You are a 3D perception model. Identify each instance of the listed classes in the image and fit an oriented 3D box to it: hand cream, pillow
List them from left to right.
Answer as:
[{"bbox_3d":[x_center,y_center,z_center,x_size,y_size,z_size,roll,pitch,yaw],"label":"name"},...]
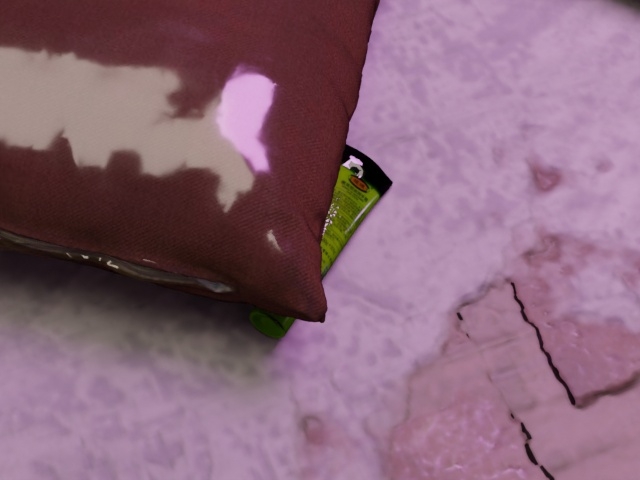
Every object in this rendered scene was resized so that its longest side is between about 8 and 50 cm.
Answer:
[{"bbox_3d":[-0.116,-0.118,0.797,0.307,0.108,0.305,14,56,1],"label":"pillow"},{"bbox_3d":[0.000,0.000,0.788,0.036,0.023,0.122,37,60,-8],"label":"hand cream"}]
